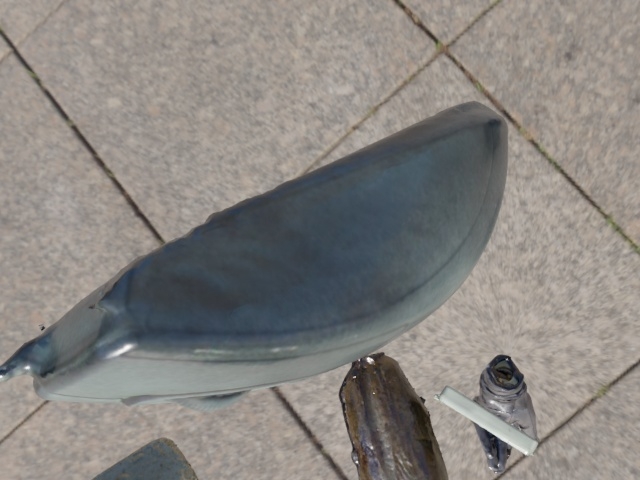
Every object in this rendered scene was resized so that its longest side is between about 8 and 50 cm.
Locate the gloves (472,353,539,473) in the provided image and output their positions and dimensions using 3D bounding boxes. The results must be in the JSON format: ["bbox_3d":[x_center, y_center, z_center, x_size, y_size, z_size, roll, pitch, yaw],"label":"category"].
[{"bbox_3d":[0.367,0.343,1.648,0.142,0.119,0.285,3,123,10],"label":"gloves"}]

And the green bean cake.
[{"bbox_3d":[-0.274,0.388,1.256,0.179,0.085,0.109,-30,45,-18],"label":"green bean cake"}]

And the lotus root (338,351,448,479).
[{"bbox_3d":[0.136,0.349,1.431,0.167,0.078,0.329,-19,90,-18],"label":"lotus root"}]

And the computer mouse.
[{"bbox_3d":[-0.012,0.025,0.521,0.371,0.188,0.122,-25,86,-32],"label":"computer mouse"}]

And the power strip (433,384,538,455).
[{"bbox_3d":[0.282,0.305,1.420,0.192,0.081,0.035,30,84,13],"label":"power strip"}]
